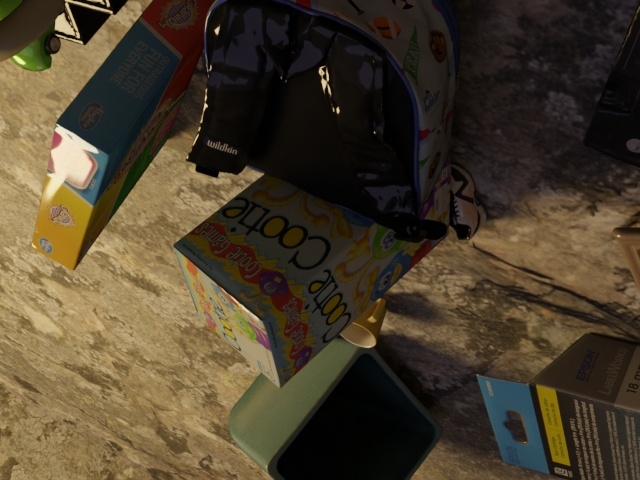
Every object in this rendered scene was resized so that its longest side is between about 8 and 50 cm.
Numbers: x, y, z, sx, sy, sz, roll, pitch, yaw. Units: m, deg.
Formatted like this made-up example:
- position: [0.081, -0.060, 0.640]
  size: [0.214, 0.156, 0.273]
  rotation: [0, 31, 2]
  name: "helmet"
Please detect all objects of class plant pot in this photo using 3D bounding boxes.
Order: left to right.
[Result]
- position: [-0.008, 0.303, 1.585]
  size: [0.252, 0.248, 0.247]
  rotation: [14, 150, 54]
  name: "plant pot"

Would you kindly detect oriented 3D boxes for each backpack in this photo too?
- position: [0.017, -0.159, 0.908]
  size: [0.277, 0.213, 0.263]
  rotation: [18, 156, 12]
  name: "backpack"

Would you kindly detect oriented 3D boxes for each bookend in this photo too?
- position: [-0.275, -0.286, 1.105]
  size: [0.156, 0.072, 0.157]
  rotation: [19, 148, 18]
  name: "bookend"

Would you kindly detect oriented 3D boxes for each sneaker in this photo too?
- position: [0.159, -0.044, 1.116]
  size: [0.040, 0.043, 0.109]
  rotation: [0, 136, 43]
  name: "sneaker"

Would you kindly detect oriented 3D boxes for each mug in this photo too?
- position: [0.071, 0.112, 1.397]
  size: [0.078, 0.064, 0.062]
  rotation: [-1, 137, 41]
  name: "mug"

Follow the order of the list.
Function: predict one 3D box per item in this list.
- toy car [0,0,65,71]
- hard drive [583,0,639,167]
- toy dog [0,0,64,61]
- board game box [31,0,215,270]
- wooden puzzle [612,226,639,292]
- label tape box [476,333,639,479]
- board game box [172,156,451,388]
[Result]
- position: [-0.299, -0.288, 0.998]
  size: [0.239, 0.053, 0.224]
  rotation: [13, 102, 21]
  name: "toy car"
- position: [0.410, -0.110, 0.784]
  size: [0.339, 0.064, 0.237]
  rotation: [23, 149, 14]
  name: "hard drive"
- position: [-0.441, -0.352, 0.854]
  size: [0.396, 0.407, 0.284]
  rotation: [-7, 172, -13]
  name: "toy dog"
- position: [-0.237, -0.127, 1.140]
  size: [0.064, 0.242, 0.316]
  rotation: [32, 150, -5]
  name: "board game box"
- position: [0.448, 0.053, 1.018]
  size: [0.221, 0.044, 0.238]
  rotation: [1, 143, 39]
  name: "wooden puzzle"
- position: [0.396, 0.239, 1.263]
  size: [0.334, 0.106, 0.240]
  rotation: [12, 144, 30]
  name: "label tape box"
- position: [0.000, 0.000, 1.058]
  size: [0.142, 0.275, 0.144]
  rotation: [37, 156, 29]
  name: "board game box"
